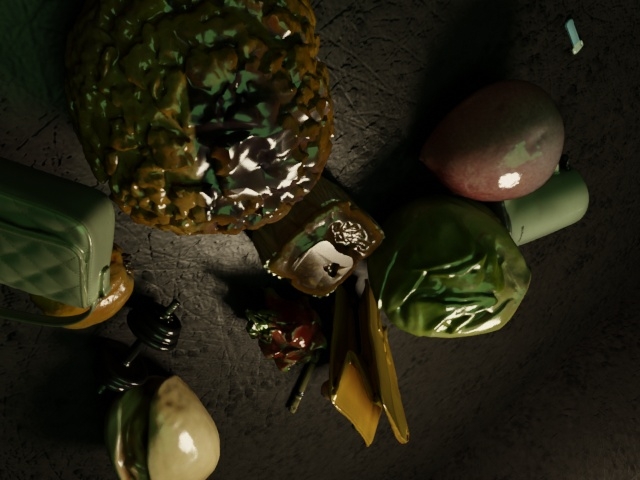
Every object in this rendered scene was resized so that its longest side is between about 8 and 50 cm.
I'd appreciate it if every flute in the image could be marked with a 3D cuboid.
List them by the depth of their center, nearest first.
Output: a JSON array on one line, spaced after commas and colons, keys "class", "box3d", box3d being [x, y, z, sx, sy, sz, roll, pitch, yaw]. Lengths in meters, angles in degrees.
[{"class": "flute", "box3d": [-0.040, 0.354, 1.231, 0.027, 0.027, 0.233, -2, 126, -37]}]

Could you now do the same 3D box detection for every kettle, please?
[{"class": "kettle", "box3d": [0.471, -0.099, 1.130, 0.255, 0.165, 0.240, -18, 133, -20]}]

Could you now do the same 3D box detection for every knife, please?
[{"class": "knife", "box3d": [0.515, -0.418, 0.995, 0.027, 0.010, 0.096, -49, 137, 10]}]

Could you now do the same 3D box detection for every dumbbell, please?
[{"class": "dumbbell", "box3d": [-0.306, 0.177, 0.813, 0.208, 0.099, 0.099, -48, 139, 6]}]

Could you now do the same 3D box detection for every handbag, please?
[{"class": "handbag", "box3d": [-0.369, 0.013, 0.559, 0.256, 0.079, 0.219, 18, 122, -5]}, {"class": "handbag", "box3d": [0.109, 0.290, 1.114, 0.133, 0.283, 0.401, -7, 145, 15]}]

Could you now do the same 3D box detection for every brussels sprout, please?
[{"class": "brussels sprout", "box3d": [0.251, 0.063, 1.014, 0.327, 0.247, 0.328, 1, 119, 3]}]

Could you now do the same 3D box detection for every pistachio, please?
[{"class": "pistachio", "box3d": [-0.296, 0.372, 0.931, 0.193, 0.214, 0.318, 5, 132, 6]}]

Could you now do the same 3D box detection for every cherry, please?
[{"class": "cherry", "box3d": [0.326, -0.171, 0.915, 0.239, 0.206, 0.239, -32, 150, -21]}]

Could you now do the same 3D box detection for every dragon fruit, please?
[{"class": "dragon fruit", "box3d": [-0.080, 0.165, 0.950, 0.135, 0.137, 0.236, -47, 134, 6]}]

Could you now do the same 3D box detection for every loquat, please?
[{"class": "loquat", "box3d": [-0.330, 0.057, 0.682, 0.137, 0.113, 0.137, -22, 127, -33]}]

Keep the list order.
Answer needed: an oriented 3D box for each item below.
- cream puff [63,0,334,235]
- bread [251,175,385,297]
[{"class": "cream puff", "box3d": [-0.115, -0.158, 0.569, 0.327, 0.231, 0.343, 23, 109, -43]}, {"class": "bread", "box3d": [0.000, 0.000, 0.886, 0.192, 0.110, 0.210, -45, 139, 6]}]
